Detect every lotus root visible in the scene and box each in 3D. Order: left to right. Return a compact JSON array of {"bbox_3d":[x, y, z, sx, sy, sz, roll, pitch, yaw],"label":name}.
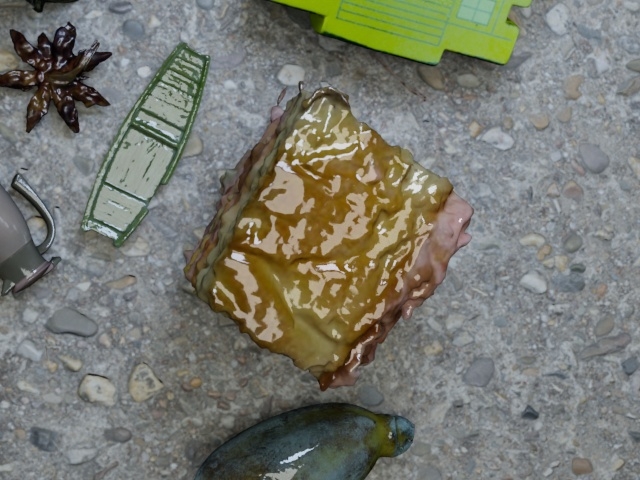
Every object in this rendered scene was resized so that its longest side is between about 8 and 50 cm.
[{"bbox_3d":[-0.023,0.297,1.458,0.322,0.158,0.140,-25,95,-14],"label":"lotus root"}]

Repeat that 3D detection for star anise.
[{"bbox_3d":[-0.364,-0.222,1.443,0.167,0.057,0.168,0,96,0],"label":"star anise"}]

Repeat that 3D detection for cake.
[{"bbox_3d":[0.000,0.000,1.379,0.293,0.307,0.314,35,86,-11],"label":"cake"}]

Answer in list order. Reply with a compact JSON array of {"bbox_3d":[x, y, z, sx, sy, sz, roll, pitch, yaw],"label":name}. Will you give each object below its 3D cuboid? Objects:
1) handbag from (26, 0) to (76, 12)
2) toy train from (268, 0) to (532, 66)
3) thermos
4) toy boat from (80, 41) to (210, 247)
[{"bbox_3d":[-0.424,-0.446,1.290,0.162,0.327,0.325,-44,96,-4],"label":"handbag"},{"bbox_3d":[0.103,-0.386,1.414,0.442,0.179,0.272,12,114,-16],"label":"toy train"},{"bbox_3d":[-0.433,-0.026,1.421,0.193,0.105,0.137,50,53,-10],"label":"thermos"},{"bbox_3d":[-0.236,-0.132,1.463,0.093,0.055,0.293,27,88,-7],"label":"toy boat"}]
